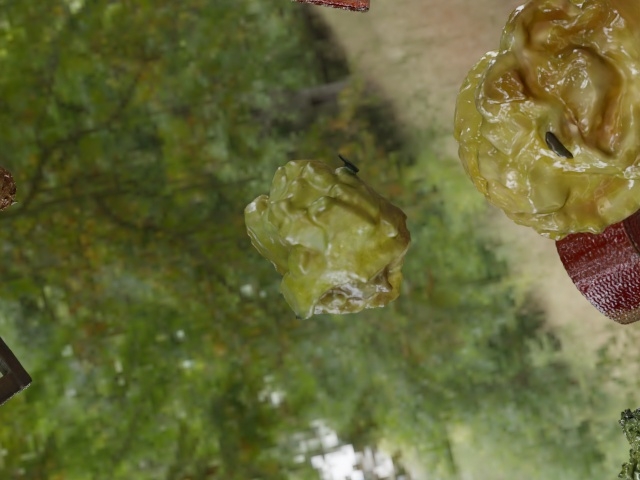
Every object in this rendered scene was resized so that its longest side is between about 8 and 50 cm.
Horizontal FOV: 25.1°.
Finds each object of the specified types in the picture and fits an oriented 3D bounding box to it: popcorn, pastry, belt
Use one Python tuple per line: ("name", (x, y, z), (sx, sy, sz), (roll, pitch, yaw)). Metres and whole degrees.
("popcorn", (0.008, -0.009, 1.387), (0.173, 0.142, 0.173), (56, -175, -7))
("pastry", (-0.473, -0.076, 2.009), (0.169, 0.063, 0.087), (3, -71, -79))
("belt", (0.404, 0.023, 1.853), (0.201, 0.124, 0.128), (35, -139, -39))
("popcorn", (0.169, -0.091, 0.957), (0.170, 0.180, 0.180), (-107, 5, -72))

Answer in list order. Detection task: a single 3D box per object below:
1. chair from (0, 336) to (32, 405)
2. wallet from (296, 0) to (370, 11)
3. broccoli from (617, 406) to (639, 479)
("chair", (-0.562, 0.078, 1.691), (0.416, 0.203, 0.240), (54, 141, 0))
("wallet", (-0.047, -0.253, 1.442), (0.103, 0.196, 0.020), (-97, 17, -79))
("broccoli", (0.418, 0.365, 1.761), (0.252, 0.221, 0.361), (-53, 4, 46))
